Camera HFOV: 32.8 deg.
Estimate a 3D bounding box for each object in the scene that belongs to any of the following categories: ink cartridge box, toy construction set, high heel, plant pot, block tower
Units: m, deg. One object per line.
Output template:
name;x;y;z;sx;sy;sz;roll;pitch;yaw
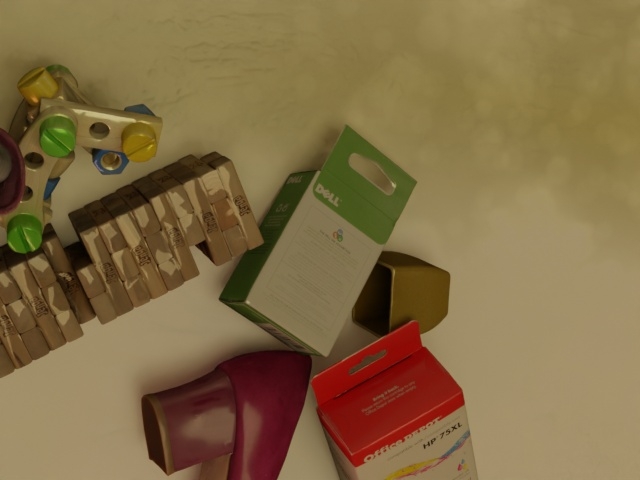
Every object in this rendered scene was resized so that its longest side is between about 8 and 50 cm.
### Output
ink cartridge box;0.000;0.000;1.093;0.109;0.062;0.209;36;73;-25
ink cartridge box;0.081;0.205;1.136;0.134;0.078;0.231;-29;135;-13
toy construction set;-0.315;-0.114;0.902;0.327;0.151;0.215;38;112;-17
high heel;-0.067;0.302;1.126;0.181;0.127;0.377;-14;113;-25
plant pot;0.090;0.054;1.146;0.083;0.081;0.081;-5;105;-26
block tower;-0.226;0.030;1.007;0.335;0.091;0.097;-26;111;-13

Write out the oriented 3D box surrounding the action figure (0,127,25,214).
action figure;-0.340;-0.074;0.767;0.248;0.276;0.370;-14;116;-2
